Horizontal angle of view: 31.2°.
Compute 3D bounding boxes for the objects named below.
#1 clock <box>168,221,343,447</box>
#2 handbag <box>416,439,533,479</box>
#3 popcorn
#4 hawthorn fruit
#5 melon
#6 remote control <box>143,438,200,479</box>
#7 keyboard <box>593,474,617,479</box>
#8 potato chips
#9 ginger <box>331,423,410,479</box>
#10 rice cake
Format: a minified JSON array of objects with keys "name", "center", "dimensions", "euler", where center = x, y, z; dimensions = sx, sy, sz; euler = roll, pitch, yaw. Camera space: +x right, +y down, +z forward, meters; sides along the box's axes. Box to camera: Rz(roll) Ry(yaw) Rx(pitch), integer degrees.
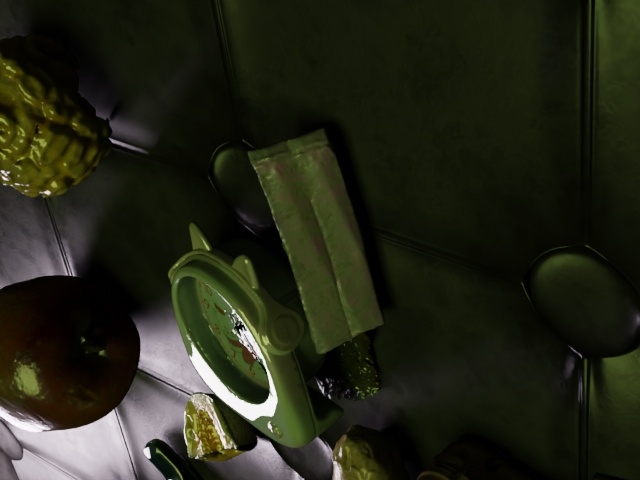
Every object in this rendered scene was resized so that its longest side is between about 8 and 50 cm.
[{"name":"clock","center":[-0.097,0.120,1.612],"dimensions":[0.265,0.108,0.324],"euler":[31,143,42]},{"name":"handbag","center":[0.246,0.442,1.536],"dimensions":[0.301,0.149,0.283],"euler":[33,144,22]},{"name":"popcorn","center":[-0.424,-0.186,1.651],"dimensions":[0.250,0.190,0.250],"euler":[35,153,21]},{"name":"hawthorn fruit","center":[-0.432,0.191,1.933],"dimensions":[0.300,0.268,0.268],"euler":[-4,119,43]},{"name":"melon","center":[-0.163,0.304,1.905],"dimensions":[0.160,0.079,0.128],"euler":[-23,86,53]},{"name":"remote control","center":[-0.252,0.464,2.154],"dimensions":[0.222,0.042,0.072],"euler":[52,141,-5]},{"name":"keyboard","center":[0.393,0.378,1.447],"dimensions":[0.063,0.010,0.198],"euler":[4,125,42]},{"name":"potato chips","center":[0.034,0.165,1.617],"dimensions":[0.142,0.026,0.209],"euler":[45,144,2]},{"name":"ginger","center":[0.082,0.425,1.703],"dimensions":[0.190,0.126,0.354],"euler":[-118,14,-45]},{"name":"rice cake","center":[0.002,0.001,1.444],"dimensions":[0.050,0.106,0.298],"euler":[-104,-4,-62]}]
